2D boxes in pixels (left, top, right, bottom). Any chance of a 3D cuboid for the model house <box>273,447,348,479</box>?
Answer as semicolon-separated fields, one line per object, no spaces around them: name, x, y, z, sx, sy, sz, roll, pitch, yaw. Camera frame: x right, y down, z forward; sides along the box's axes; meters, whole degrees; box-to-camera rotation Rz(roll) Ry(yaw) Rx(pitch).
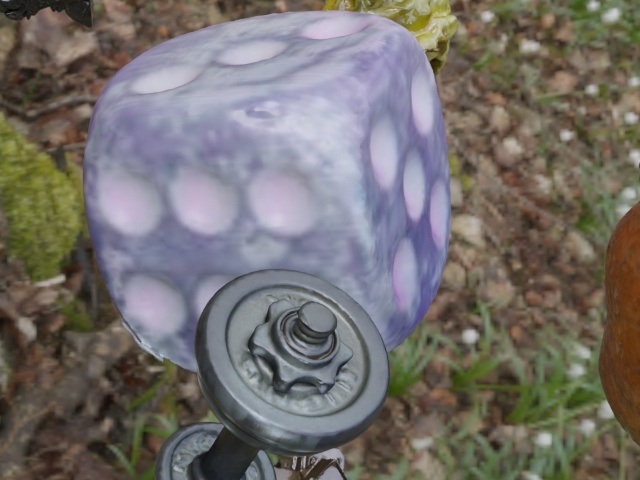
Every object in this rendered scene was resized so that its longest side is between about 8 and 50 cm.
model house;-0.027;0.326;1.714;0.176;0.181;0.248;11;77;-14

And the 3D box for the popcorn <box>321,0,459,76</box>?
popcorn;0.091;-0.283;1.693;0.218;0.189;0.169;-58;162;3

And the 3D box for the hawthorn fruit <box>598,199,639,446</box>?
hawthorn fruit;0.567;0.125;1.496;0.471;0.471;0.472;6;82;-46

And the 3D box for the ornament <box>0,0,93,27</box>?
ornament;-0.455;-0.420;1.717;0.251;0.260;0.106;95;-4;-50

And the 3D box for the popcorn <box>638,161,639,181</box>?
popcorn;0.446;-0.075;1.108;0.225;0.332;0.265;18;65;-45

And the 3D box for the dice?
dice;-0.040;-0.047;1.110;0.271;0.270;0.270;-54;139;-56

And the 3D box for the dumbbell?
dumbbell;-0.044;0.115;0.707;0.110;0.254;0.110;13;48;-15
